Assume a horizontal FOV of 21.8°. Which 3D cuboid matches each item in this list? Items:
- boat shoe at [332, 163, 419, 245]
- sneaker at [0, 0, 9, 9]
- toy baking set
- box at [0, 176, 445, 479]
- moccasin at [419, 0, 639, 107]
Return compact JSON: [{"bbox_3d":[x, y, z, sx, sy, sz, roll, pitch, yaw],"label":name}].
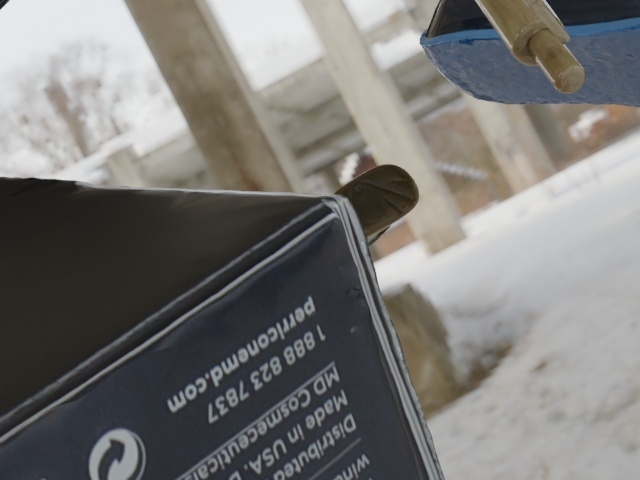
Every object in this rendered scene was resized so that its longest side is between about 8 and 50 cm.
[{"bbox_3d":[0.000,0.000,1.140,0.152,0.056,0.049,-24,-20,-20],"label":"boat shoe"},{"bbox_3d":[-0.266,-0.174,1.042,0.276,0.135,0.097,-40,-42,-12],"label":"sneaker"},{"bbox_3d":[0.060,-0.155,0.807,0.030,0.256,0.197,-38,-46,12],"label":"toy baking set"},{"bbox_3d":[-0.163,0.240,0.794,0.297,0.472,0.480,-35,24,-35],"label":"box"},{"bbox_3d":[0.223,-0.160,1.085,0.342,0.117,0.138,9,-25,30],"label":"moccasin"}]
